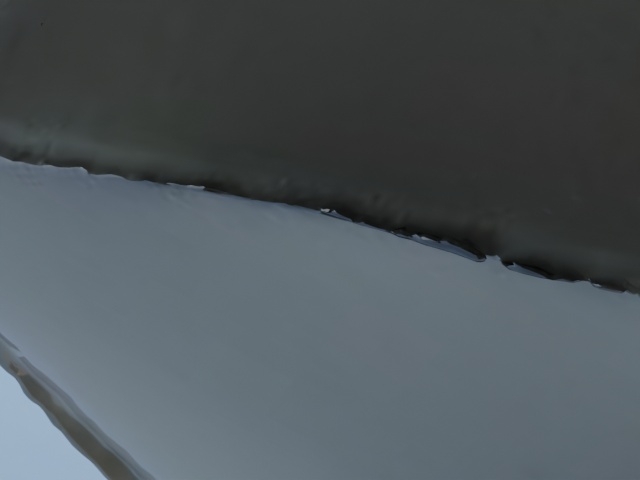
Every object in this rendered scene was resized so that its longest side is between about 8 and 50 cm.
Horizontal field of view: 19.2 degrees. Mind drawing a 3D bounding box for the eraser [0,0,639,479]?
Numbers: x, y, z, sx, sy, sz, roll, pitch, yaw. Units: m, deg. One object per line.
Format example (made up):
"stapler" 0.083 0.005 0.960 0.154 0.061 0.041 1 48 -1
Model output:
"eraser" 0.000 0.000 0.672 0.331 0.331 0.150 22 -126 8
